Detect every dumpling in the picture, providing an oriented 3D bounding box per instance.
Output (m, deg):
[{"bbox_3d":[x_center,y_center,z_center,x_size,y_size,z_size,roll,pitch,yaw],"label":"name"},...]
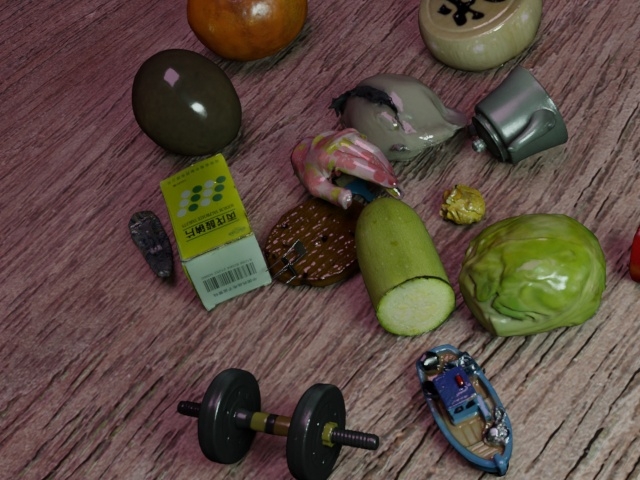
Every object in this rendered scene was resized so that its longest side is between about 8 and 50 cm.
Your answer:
[{"bbox_3d":[0.150,-0.256,1.673,0.204,0.163,0.293,-39,36,-11],"label":"dumpling"}]

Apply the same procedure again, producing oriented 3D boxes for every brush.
[{"bbox_3d":[0.090,-0.083,1.629,0.051,0.014,0.164,-33,47,-17],"label":"brush"}]

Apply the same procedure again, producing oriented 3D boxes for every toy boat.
[{"bbox_3d":[0.208,0.234,1.236,0.100,0.097,0.223,-27,45,-2],"label":"toy boat"}]

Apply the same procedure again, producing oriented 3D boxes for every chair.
[{"bbox_3d":[-0.050,0.040,1.500,0.086,0.037,0.042,-44,38,-12],"label":"chair"}]

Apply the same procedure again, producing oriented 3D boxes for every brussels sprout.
[{"bbox_3d":[0.321,0.044,1.325,0.223,0.161,0.223,-5,47,5],"label":"brussels sprout"}]

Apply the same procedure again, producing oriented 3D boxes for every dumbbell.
[{"bbox_3d":[-0.068,0.268,1.271,0.325,0.143,0.143,5,51,25],"label":"dumbbell"}]

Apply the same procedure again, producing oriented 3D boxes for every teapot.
[{"bbox_3d":[0.336,-0.207,1.578,0.149,0.162,0.239,-35,20,3],"label":"teapot"}]

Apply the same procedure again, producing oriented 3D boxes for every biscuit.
[{"bbox_3d":[0.000,0.000,1.569,0.212,0.036,0.212,-10,46,10],"label":"biscuit"}]

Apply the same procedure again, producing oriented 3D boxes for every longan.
[{"bbox_3d":[-0.282,-0.289,1.822,0.215,0.246,0.246,-30,44,11],"label":"longan"}]

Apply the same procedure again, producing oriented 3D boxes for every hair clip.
[{"bbox_3d":[-0.319,0.012,1.673,0.066,0.036,0.229,-25,39,-10],"label":"hair clip"}]

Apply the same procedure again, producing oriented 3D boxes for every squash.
[{"bbox_3d":[0.128,0.025,1.438,0.132,0.132,0.247,-18,44,3],"label":"squash"}]

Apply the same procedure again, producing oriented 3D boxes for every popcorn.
[{"bbox_3d":[0.244,-0.071,1.518,0.084,0.084,0.084,-10,46,11],"label":"popcorn"}]

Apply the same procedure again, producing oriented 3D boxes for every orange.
[{"bbox_3d":[-0.170,-0.543,2.007,0.283,0.226,0.284,-8,41,7],"label":"orange"}]

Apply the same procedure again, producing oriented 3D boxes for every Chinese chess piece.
[{"bbox_3d":[0.329,-0.472,1.809,0.257,0.104,0.257,-14,56,21],"label":"Chinese chess piece"}]

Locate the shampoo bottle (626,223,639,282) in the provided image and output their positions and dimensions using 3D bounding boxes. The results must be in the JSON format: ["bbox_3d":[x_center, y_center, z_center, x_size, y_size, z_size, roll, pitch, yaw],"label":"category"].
[{"bbox_3d":[0.602,0.056,1.242,0.314,0.118,0.076,19,53,33],"label":"shampoo bottle"}]

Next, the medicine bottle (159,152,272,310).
[{"bbox_3d":[-0.195,-0.018,1.588,0.137,0.141,0.250,-21,45,-5],"label":"medicine bottle"}]

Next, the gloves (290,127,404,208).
[{"bbox_3d":[0.050,-0.136,1.589,0.145,0.126,0.241,-20,18,-36],"label":"gloves"}]
